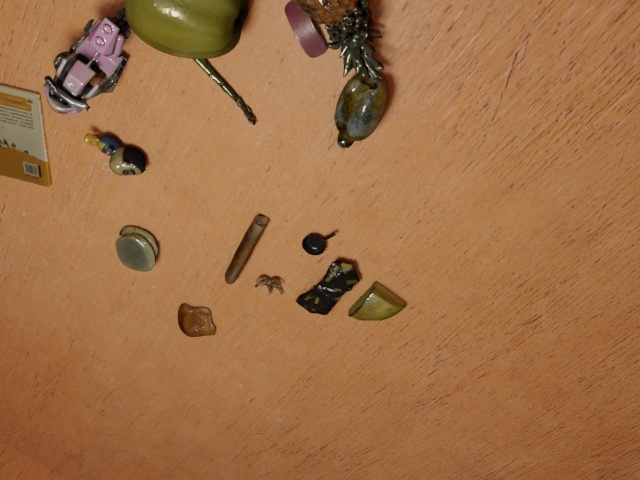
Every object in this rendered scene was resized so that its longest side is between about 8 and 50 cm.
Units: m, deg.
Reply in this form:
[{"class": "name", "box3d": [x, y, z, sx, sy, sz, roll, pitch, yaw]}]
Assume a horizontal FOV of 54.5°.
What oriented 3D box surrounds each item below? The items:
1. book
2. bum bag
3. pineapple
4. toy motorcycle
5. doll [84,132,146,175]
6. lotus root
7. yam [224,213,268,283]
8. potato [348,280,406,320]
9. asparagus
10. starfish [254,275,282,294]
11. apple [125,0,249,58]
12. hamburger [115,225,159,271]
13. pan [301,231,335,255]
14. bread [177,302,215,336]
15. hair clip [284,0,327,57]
[{"class": "book", "box3d": [-0.880, -0.303, 1.772, 0.207, 0.020, 0.296, 15, 126, 6]}, {"class": "bum bag", "box3d": [0.026, 0.138, 1.796, 0.106, 0.060, 0.232, 31, 128, -18]}, {"class": "pineapple", "box3d": [0.049, -0.482, 1.308, 0.169, 0.169, 0.340, -18, 135, 25]}, {"class": "toy motorcycle", "box3d": [-0.560, -0.417, 1.502, 0.143, 0.188, 0.327, 39, 124, -17]}, {"class": "doll", "box3d": [-0.555, -0.229, 1.696, 0.179, 0.102, 0.089, 26, 87, -1]}, {"class": "lotus root", "box3d": [0.088, -0.300, 1.465, 0.113, 0.088, 0.192, 34, 128, 11]}, {"class": "yam", "box3d": [-0.220, 0.030, 1.799, 0.046, 0.046, 0.264, 29, 125, -5]}, {"class": "potato", "box3d": [0.159, 0.210, 1.794, 0.120, 0.081, 0.149, 35, 125, -6]}, {"class": "asparagus", "box3d": [-0.242, -0.383, 1.538, 0.025, 0.024, 0.248, -29, 113, 37]}, {"class": "starfish", "box3d": [-0.149, 0.133, 1.861, 0.091, 0.028, 0.078, 33, 131, -11]}, {"class": "apple", "box3d": [-0.287, -0.527, 1.333, 0.278, 0.279, 0.279, 7, 125, 11]}, {"class": "hamburger", "box3d": [-0.553, 0.028, 1.881, 0.132, 0.062, 0.140, 6, 127, 16]}, {"class": "pan", "box3d": [0.000, 0.000, 1.729, 0.115, 0.023, 0.068, -28, 112, 32]}, {"class": "bread", "box3d": [-0.407, 0.266, 2.014, 0.126, 0.044, 0.129, 2, 121, 13]}, {"class": "hair clip", "box3d": [-0.034, -0.481, 1.415, 0.054, 0.022, 0.137, -17, 117, 28]}]
